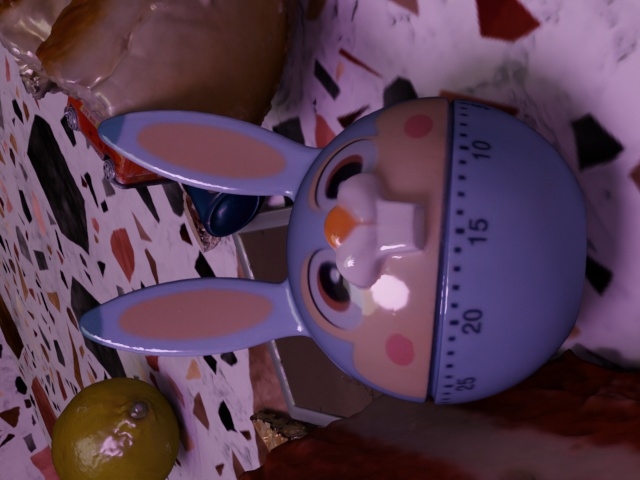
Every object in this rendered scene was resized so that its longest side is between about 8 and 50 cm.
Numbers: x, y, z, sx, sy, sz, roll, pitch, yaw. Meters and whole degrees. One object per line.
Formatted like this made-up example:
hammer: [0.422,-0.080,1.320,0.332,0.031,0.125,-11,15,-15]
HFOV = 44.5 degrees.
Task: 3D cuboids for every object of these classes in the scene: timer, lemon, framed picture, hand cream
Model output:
timer: [0.013,-0.001,0.396,0.175,0.255,0.175,-173,90,-74]
lemon: [-0.296,0.293,1.151,0.248,0.184,0.184,-38,75,43]
framed picture: [0.012,0.069,0.670,0.273,0.016,0.217,-5,104,59]
hand cream: [-0.130,-0.135,0.737,0.271,0.061,0.120,63,150,24]

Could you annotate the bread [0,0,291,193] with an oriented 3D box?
bread: [-0.124,-0.167,0.591,0.171,0.192,0.314,37,173,-41]

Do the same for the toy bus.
toy bus: [-0.222,-0.132,0.871,0.174,0.079,0.077,49,136,33]

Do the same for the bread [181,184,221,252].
bread: [-0.119,-0.038,0.793,0.083,0.035,0.070,101,148,-47]

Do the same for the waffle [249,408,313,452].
waffle: [-0.040,0.193,0.799,0.097,0.023,0.153,53,158,23]

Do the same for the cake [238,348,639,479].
cake: [0.079,0.233,0.359,0.269,0.319,0.270,0,108,57]
